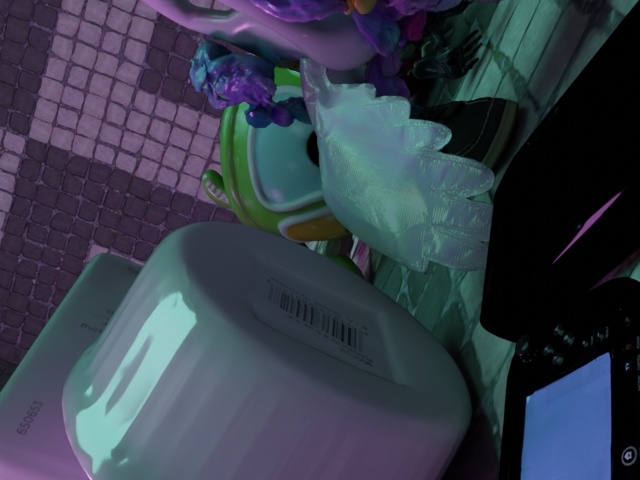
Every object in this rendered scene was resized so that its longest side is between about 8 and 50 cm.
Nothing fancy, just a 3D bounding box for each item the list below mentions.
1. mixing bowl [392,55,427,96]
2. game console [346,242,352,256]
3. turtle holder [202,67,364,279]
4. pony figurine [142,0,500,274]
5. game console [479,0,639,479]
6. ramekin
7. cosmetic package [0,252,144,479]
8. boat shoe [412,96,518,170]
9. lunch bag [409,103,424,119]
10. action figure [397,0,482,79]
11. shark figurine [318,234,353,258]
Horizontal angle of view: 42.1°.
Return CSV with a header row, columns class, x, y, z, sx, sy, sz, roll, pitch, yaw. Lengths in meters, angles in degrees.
class,x,y,z,sx,sy,sz,roll,pitch,yaw
mixing bowl,0.096,-0.253,1.196,0.181,0.098,0.181,-35,-14,-10
game console,-0.010,0.039,1.402,0.144,0.124,0.085,-123,27,-82
turtle holder,-0.008,-0.092,1.079,0.227,0.243,0.320,10,77,38
pony figurine,0.014,-0.176,0.668,0.351,0.363,0.303,23,84,47
game console,0.136,0.042,0.410,0.213,0.043,0.361,119,168,-53
ramekin,-0.027,0.103,0.597,0.135,0.277,0.277,-59,10,15
cosmetic package,-0.159,0.289,0.811,0.327,0.329,0.394,-86,18,-66
boat shoe,0.117,-0.094,0.802,0.223,0.073,0.080,157,136,-79
lunch bag,0.103,-0.103,0.970,0.065,0.067,0.099,148,141,-79
action figure,0.098,-0.288,1.017,0.275,0.140,0.164,44,158,51
shark figurine,0.011,0.018,1.251,0.116,0.166,0.278,68,-152,-45
